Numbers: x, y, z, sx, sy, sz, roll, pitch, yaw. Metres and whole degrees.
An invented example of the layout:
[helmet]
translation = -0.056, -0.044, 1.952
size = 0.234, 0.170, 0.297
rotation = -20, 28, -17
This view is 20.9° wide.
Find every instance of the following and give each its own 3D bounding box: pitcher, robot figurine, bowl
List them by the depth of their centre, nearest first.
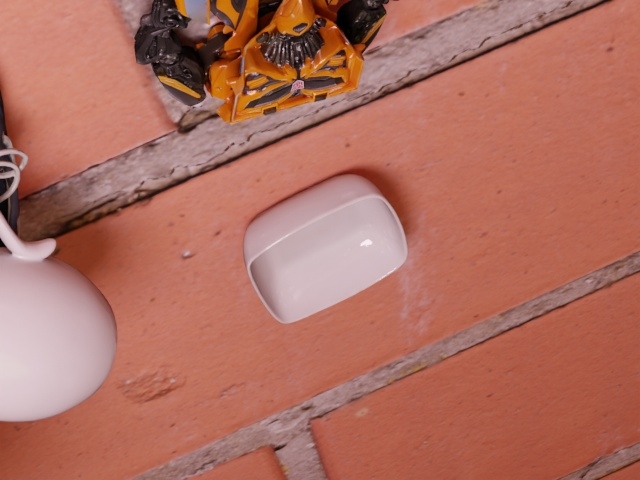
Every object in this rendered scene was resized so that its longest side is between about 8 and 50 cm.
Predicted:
[robot figurine]
translation = -0.028, -0.190, 1.220
size = 0.211, 0.085, 0.291
rotation = -17, 146, -15
[pitcher]
translation = -0.238, 0.040, 1.230
size = 0.207, 0.125, 0.178
rotation = 14, 108, -46
[bowl]
translation = 0.000, 0.000, 1.542
size = 0.142, 0.053, 0.142
rotation = -26, 148, 0

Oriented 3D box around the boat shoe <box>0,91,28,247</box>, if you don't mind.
[boat shoe]
translation = -0.263, -0.056, 1.243
size = 0.095, 0.079, 0.254
rotation = -18, 147, -16
